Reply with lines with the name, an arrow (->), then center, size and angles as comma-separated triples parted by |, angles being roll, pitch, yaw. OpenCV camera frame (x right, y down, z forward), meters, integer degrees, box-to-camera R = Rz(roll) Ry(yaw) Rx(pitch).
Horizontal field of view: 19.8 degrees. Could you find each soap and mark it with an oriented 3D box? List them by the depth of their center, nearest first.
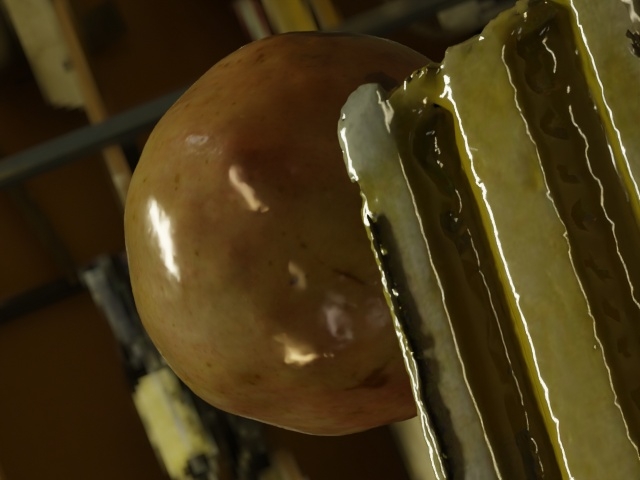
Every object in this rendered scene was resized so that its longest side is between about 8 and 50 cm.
soap -> 0.098, 0.033, 0.599 | 0.076, 0.135, 0.233 | 7, -121, -48

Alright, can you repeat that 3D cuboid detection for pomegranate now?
pomegranate -> 0.002, 0.002, 0.823 | 0.191, 0.191, 0.191 | 158, 90, -84
